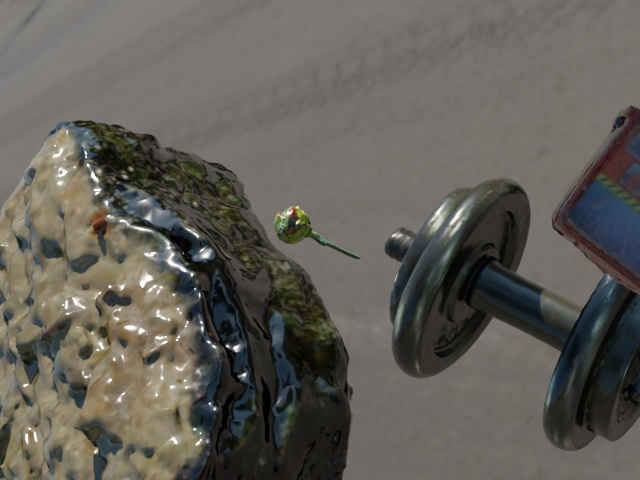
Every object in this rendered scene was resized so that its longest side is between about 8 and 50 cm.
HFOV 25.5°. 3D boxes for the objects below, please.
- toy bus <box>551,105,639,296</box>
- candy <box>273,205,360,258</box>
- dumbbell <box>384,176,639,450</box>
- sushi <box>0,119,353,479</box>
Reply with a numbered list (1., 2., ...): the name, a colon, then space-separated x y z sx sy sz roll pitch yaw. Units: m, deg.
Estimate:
1. toy bus: 0.182 0.023 0.551 0.077 0.192 0.065 -52 -6 7
2. candy: 0.000 0.000 1.433 0.035 0.123 0.035 -44 45 18
3. dumbbell: 0.180 0.060 1.191 0.290 0.192 0.192 27 75 24
4. sushi: -0.114 0.068 0.900 0.211 0.171 0.350 -58 37 30
